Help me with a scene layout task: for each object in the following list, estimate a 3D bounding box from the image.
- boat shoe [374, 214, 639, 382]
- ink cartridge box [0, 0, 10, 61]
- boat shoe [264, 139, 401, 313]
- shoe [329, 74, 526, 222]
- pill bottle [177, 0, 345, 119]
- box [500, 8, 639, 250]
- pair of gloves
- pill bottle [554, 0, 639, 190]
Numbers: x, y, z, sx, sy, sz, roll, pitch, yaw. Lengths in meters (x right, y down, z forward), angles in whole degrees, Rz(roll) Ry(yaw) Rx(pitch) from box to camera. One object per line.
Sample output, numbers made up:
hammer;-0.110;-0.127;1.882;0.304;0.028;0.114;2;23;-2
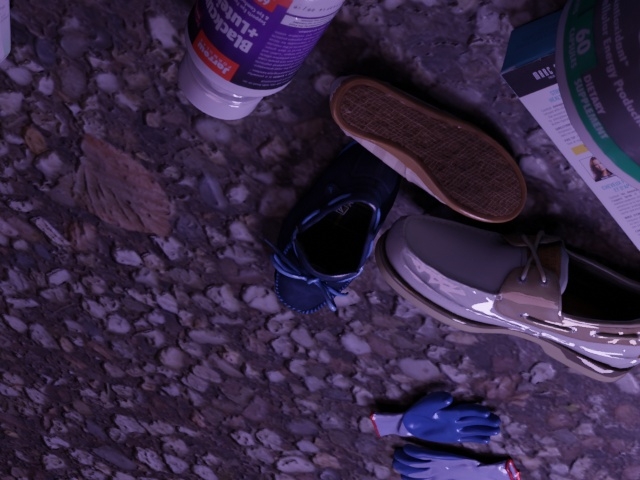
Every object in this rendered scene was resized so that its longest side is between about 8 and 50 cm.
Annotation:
boat shoe;0.203;0.038;1.417;0.302;0.113;0.103;21;140;-18
ink cartridge box;-0.380;-0.278;1.341;0.181;0.056;0.225;12;121;9
boat shoe;0.000;0.000;1.459;0.109;0.089;0.258;20;140;-1
shoe;0.099;-0.090;1.352;0.219;0.058;0.077;32;93;-19
pill bottle;-0.053;-0.191;1.249;0.108;0.108;0.193;27;139;-10
box;0.266;-0.097;1.269;0.100;0.060;0.244;-19;127;36
pair of gloves;0.147;0.241;1.728;0.159;0.023;0.198;-3;136;22
pill bottle;0.337;-0.165;0.987;0.204;0.204;0.361;32;155;-15
